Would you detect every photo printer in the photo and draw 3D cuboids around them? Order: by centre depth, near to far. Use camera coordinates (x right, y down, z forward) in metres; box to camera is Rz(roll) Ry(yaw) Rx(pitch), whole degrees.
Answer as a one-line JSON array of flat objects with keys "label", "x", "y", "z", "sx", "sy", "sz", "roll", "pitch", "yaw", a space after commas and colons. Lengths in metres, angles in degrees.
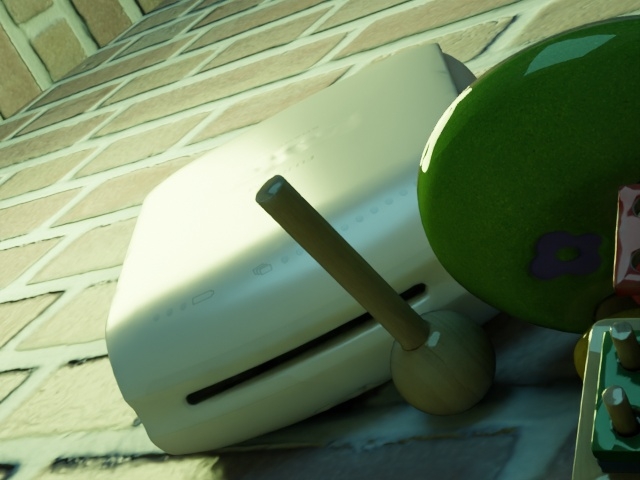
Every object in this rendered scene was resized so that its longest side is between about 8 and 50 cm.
[{"label": "photo printer", "x": 0.000, "y": 0.000, "z": 0.880, "sx": 0.256, "sy": 0.107, "sz": 0.307, "roll": -27, "pitch": 18, "yaw": 10}]

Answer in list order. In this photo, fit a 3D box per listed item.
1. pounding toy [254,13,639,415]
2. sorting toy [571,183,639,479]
[{"label": "pounding toy", "x": 0.114, "y": 0.016, "z": 0.629, "sx": 0.237, "sy": 0.183, "sz": 0.110, "roll": -24, "pitch": 45, "yaw": 19}, {"label": "sorting toy", "x": 0.141, "y": 0.066, "z": 0.452, "sx": 0.132, "sy": 0.046, "sz": 0.274, "roll": -2, "pitch": 55, "yaw": 25}]
